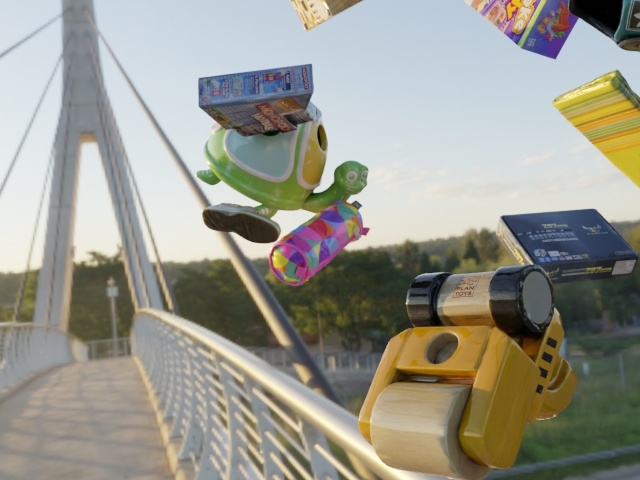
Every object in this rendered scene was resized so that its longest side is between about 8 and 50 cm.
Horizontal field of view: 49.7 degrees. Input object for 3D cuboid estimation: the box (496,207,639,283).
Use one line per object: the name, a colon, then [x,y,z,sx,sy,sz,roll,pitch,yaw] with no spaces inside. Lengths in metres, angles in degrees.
box: [0.516,0.009,1.460,0.233,0.059,0.183,-4,36,-10]

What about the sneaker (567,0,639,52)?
sneaker: [0.426,-0.258,0.821,0.121,0.108,0.302,-9,27,-25]

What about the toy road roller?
toy road roller: [0.232,0.202,0.969,0.203,0.329,0.240,-10,-48,48]

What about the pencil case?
pencil case: [0.000,0.000,1.369,0.104,0.104,0.236,-6,20,40]

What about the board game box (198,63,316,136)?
board game box: [-0.085,-0.244,1.232,0.194,0.060,0.194,-10,-18,19]

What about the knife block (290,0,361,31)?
knife block: [0.083,-0.502,1.302,0.242,0.088,0.276,-30,14,-11]

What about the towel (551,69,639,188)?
towel: [0.363,-0.089,0.752,0.237,0.021,0.102,39,-12,-12]

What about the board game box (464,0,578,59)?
board game box: [0.390,-0.510,1.133,0.078,0.347,0.233,9,33,-24]

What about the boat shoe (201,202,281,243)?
boat shoe: [-0.112,-0.032,1.029,0.135,0.050,0.045,17,37,25]

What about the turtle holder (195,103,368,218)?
turtle holder: [-0.083,-0.177,1.448,0.320,0.227,0.243,44,30,25]
